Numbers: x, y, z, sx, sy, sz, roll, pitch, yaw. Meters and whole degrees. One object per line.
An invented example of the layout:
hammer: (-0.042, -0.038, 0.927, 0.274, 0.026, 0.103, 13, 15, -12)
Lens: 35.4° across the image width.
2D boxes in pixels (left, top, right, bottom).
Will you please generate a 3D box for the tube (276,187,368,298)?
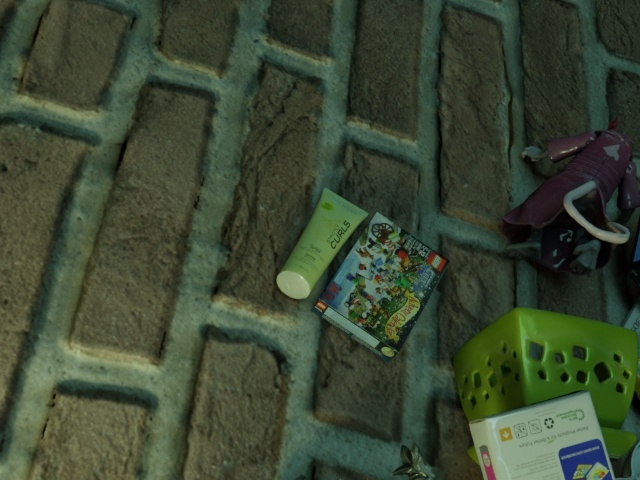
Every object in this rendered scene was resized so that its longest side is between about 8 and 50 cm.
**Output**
tube: (0.000, 0.000, 1.718, 0.070, 0.062, 0.240, 63, 39, -27)

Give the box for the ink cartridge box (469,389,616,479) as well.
ink cartridge box: (0.341, 0.408, 1.391, 0.176, 0.069, 0.371, -10, 77, -20)

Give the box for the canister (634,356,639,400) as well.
canister: (0.624, 0.271, 1.766, 0.126, 0.073, 0.170, -24, 73, -21)

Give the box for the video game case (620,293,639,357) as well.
video game case: (0.664, 0.205, 1.879, 0.212, 0.023, 0.193, 39, 51, 6)

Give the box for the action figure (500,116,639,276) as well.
action figure: (0.492, -0.117, 1.887, 0.248, 0.276, 0.370, 32, 64, 8)

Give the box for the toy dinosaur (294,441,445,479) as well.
toy dinosaur: (0.086, 0.423, 1.392, 0.322, 0.164, 0.218, 44, 52, 18)

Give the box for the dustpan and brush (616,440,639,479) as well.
dustpan and brush: (0.537, 0.401, 1.665, 0.211, 0.060, 0.147, -5, 60, -26)

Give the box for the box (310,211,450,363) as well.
box: (0.106, 0.076, 1.717, 0.159, 0.044, 0.233, 33, 51, 2)

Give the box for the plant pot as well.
plant pot: (0.357, 0.255, 1.592, 0.227, 0.228, 0.207, 11, 61, -16)

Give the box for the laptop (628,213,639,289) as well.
laptop: (0.709, 0.038, 1.911, 0.234, 0.136, 0.264, -12, 61, -43)
